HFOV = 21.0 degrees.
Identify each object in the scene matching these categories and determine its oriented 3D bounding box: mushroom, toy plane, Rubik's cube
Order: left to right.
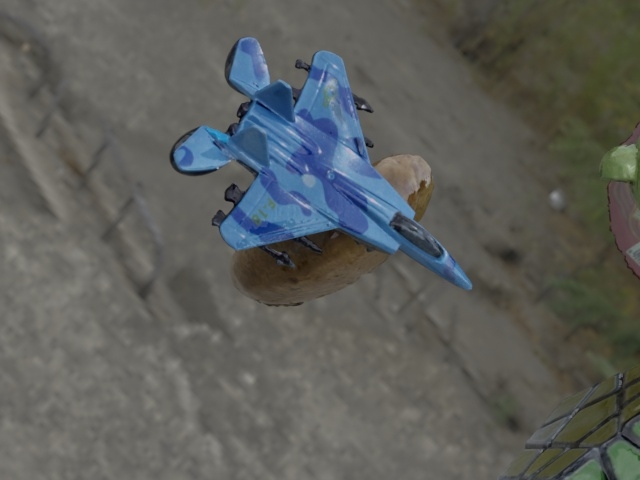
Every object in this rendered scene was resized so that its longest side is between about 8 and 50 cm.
[{"bbox_3d":[0.000,0.002,1.413,0.094,0.210,0.072,9,55,-60],"label":"mushroom"},{"bbox_3d":[0.014,-0.034,1.244,0.246,0.169,0.078,38,-24,-27],"label":"toy plane"},{"bbox_3d":[0.310,0.260,1.519,0.264,0.319,0.319,-11,43,-20],"label":"Rubik's cube"}]

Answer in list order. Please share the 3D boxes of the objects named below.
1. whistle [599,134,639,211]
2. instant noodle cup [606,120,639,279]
[{"bbox_3d":[0.255,-0.033,0.942,0.105,0.085,0.227,1,4,-38],"label":"whistle"},{"bbox_3d":[0.378,-0.016,1.445,0.274,0.274,0.091,56,-9,36],"label":"instant noodle cup"}]
